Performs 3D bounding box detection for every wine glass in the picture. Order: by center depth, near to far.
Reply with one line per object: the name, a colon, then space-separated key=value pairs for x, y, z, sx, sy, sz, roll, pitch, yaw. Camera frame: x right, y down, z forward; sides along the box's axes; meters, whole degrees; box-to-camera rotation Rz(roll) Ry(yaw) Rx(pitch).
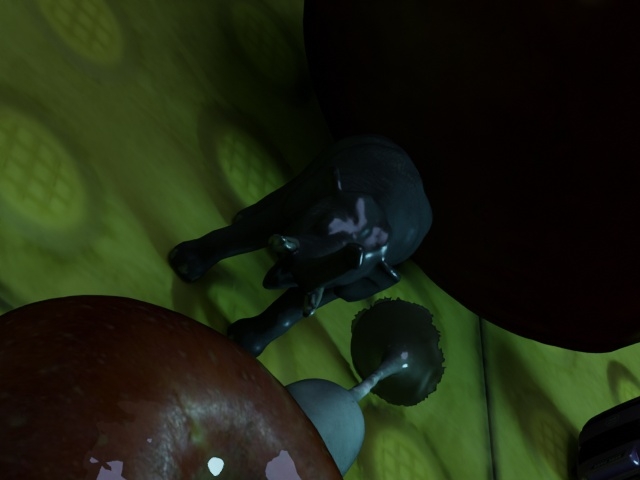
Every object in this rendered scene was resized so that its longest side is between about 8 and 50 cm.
wine glass: x=0.000 y=0.100 z=0.808 sx=0.074 sy=0.074 sz=0.262 roll=58 pitch=27 yaw=1

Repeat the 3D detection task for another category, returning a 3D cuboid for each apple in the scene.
apple: x=-0.083 y=0.121 z=0.537 sx=0.201 sy=0.162 sz=0.201 roll=29 pitch=48 yaw=-38

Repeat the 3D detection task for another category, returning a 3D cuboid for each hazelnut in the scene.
hazelnut: x=0.183 y=-0.107 z=1.042 sx=0.402 sy=0.402 sz=0.429 roll=65 pitch=13 yaw=16

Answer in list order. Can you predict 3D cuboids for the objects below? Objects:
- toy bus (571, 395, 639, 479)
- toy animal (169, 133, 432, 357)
toy bus: x=0.275 y=0.216 z=1.137 sx=0.178 sy=0.087 sz=0.098 roll=57 pitch=32 yaw=-5
toy animal: x=-0.009 y=0.005 z=0.822 sx=0.082 sy=0.137 sz=0.269 roll=58 pitch=17 yaw=-5
